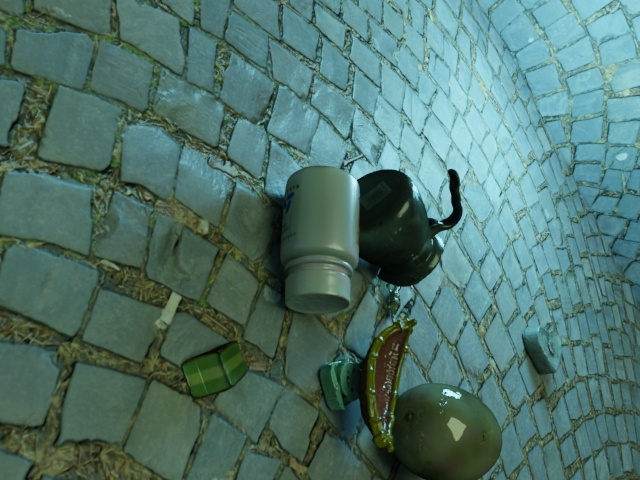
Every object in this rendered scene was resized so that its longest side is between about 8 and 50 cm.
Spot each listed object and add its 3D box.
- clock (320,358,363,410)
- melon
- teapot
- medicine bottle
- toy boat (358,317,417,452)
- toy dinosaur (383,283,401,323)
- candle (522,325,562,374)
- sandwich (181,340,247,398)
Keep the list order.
[{"bbox_3d":[0.058,0.310,1.299,0.135,0.041,0.101,-12,84,-51],"label":"clock"},{"bbox_3d":[0.288,0.448,1.364,0.317,0.223,0.222,29,54,-41],"label":"melon"},{"bbox_3d":[0.204,-0.040,1.471,0.305,0.224,0.285,-55,129,-20],"label":"teapot"},{"bbox_3d":[0.000,0.000,1.260,0.170,0.170,0.292,26,55,-41],"label":"medicine bottle"},{"bbox_3d":[0.143,0.308,1.295,0.141,0.099,0.317,49,43,-34],"label":"toy boat"},{"bbox_3d":[0.188,0.157,1.520,0.058,0.037,0.180,40,47,-26],"label":"toy dinosaur"},{"bbox_3d":[0.803,0.395,2.115,0.192,0.068,0.168,18,62,-40],"label":"candle"},{"bbox_3d":[-0.190,0.232,1.070,0.116,0.074,0.074,-5,76,-83],"label":"sandwich"}]
